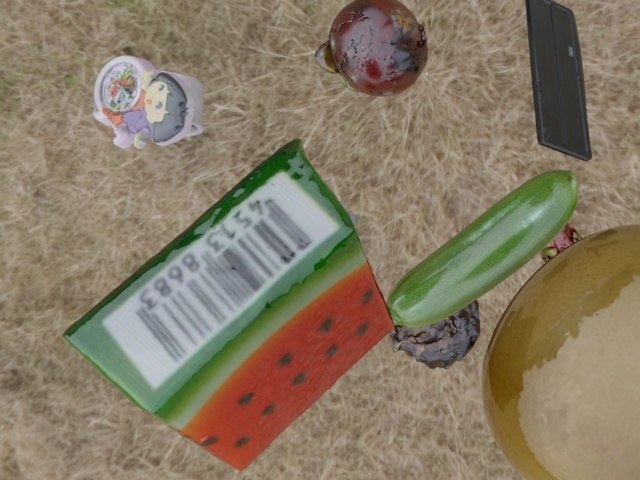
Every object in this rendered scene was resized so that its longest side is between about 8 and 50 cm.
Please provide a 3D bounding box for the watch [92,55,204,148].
[{"bbox_3d":[-0.343,-0.278,1.567,0.244,0.231,0.196,2,84,20],"label":"watch"}]

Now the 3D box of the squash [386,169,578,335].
[{"bbox_3d":[0.251,0.027,1.145,0.395,0.107,0.107,-38,95,9],"label":"squash"}]

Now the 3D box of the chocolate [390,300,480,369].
[{"bbox_3d":[0.234,0.185,1.665,0.206,0.177,0.224,-11,76,49],"label":"chocolate"}]

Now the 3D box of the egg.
[{"bbox_3d":[0.320,0.135,0.803,0.250,0.250,0.323,26,95,2],"label":"egg"}]

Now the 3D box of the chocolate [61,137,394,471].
[{"bbox_3d":[-0.080,0.107,0.939,0.360,0.341,0.161,-41,58,-9],"label":"chocolate"}]

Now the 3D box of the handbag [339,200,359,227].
[{"bbox_3d":[0.000,0.000,1.247,0.095,0.117,0.173,13,79,37],"label":"handbag"}]

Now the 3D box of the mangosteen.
[{"bbox_3d":[0.085,-0.311,1.182,0.166,0.180,0.166,5,80,-28],"label":"mangosteen"}]

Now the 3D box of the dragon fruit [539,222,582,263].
[{"bbox_3d":[0.617,0.005,1.846,0.175,0.138,0.142,37,135,38],"label":"dragon fruit"}]

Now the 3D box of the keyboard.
[{"bbox_3d":[0.347,-0.293,1.062,0.103,0.041,0.381,15,68,-22],"label":"keyboard"}]
